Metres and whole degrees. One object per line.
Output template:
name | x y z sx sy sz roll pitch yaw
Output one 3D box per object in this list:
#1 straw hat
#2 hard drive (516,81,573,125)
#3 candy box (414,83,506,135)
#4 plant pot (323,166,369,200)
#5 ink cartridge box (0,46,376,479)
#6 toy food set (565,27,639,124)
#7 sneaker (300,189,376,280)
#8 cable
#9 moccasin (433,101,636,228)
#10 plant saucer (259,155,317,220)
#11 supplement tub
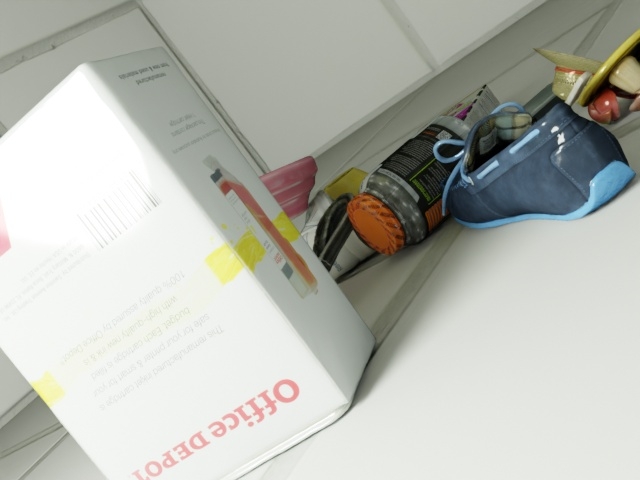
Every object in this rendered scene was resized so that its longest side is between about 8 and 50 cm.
straw hat | 0.358 -0.221 1.192 0.144 0.144 0.061 -74 -4 -76
hard drive | 0.344 -0.209 1.353 0.135 0.022 0.094 -40 9 -18
candy box | 0.223 -0.172 1.488 0.159 0.071 0.233 -33 9 30
plant pot | 0.060 -0.073 1.537 0.134 0.095 0.134 -36 9 7
ink cartridge box | -0.170 0.047 0.869 0.279 0.385 0.160 -34 6 22
toy food set | 0.377 -0.192 1.016 0.218 0.071 0.128 -39 -16 -21
sneaker | 0.000 0.000 1.377 0.129 0.111 0.297 -42 8 -1
cable | -0.023 0.042 1.150 0.287 0.072 0.139 -61 19 -17
moccasin | 0.216 -0.095 0.942 0.137 0.117 0.342 -40 9 -15
plant saucer | -0.150 -0.037 1.398 0.332 0.084 0.332 -24 5 2
supplement tub | 0.133 -0.073 1.168 0.190 0.117 0.117 -40 9 -21
